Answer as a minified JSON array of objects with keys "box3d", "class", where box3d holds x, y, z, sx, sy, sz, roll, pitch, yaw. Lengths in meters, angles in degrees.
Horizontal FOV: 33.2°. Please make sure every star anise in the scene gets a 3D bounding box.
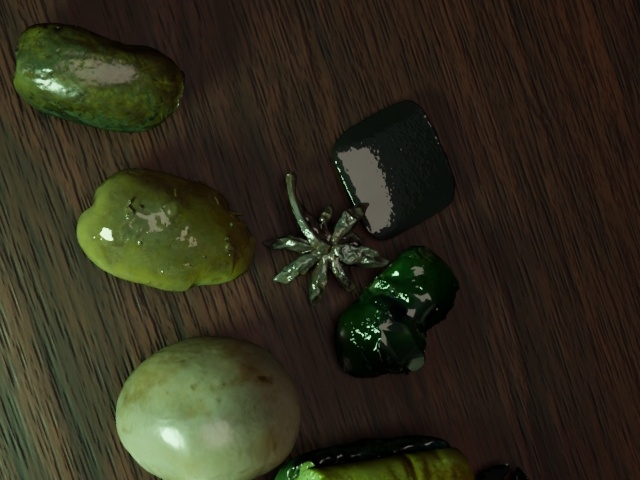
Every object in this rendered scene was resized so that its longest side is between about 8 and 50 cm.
[{"box3d":[-0.001,0.000,1.856,0.231,0.089,0.209,38,87,-8],"class":"star anise"}]

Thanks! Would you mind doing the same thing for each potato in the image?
[{"box3d":[-0.250,-0.014,1.777,0.296,0.141,0.191,14,87,-15],"class":"potato"}]

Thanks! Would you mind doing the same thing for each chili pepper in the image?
[{"box3d":[0.137,0.134,1.866,0.264,0.116,0.148,-43,118,-8],"class":"chili pepper"}]

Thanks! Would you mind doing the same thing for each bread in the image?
[{"box3d":[0.096,0.464,1.789,0.376,0.208,0.251,-3,91,-26],"class":"bread"}]

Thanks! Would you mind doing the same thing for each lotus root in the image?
[{"box3d":[-0.362,-0.262,1.754,0.275,0.160,0.152,8,75,-13],"class":"lotus root"}]

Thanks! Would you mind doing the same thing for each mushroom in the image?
[{"box3d":[-0.173,0.308,1.725,0.297,0.297,0.290,-8,116,-14],"class":"mushroom"}]

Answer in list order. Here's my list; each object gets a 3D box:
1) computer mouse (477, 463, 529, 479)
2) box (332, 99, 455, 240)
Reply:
[{"box3d":[0.312,0.518,1.913,0.146,0.077,0.241,19,83,-13],"class":"computer mouse"},{"box3d":[0.132,-0.126,1.921,0.201,0.042,0.212,-28,93,-13],"class":"box"}]
